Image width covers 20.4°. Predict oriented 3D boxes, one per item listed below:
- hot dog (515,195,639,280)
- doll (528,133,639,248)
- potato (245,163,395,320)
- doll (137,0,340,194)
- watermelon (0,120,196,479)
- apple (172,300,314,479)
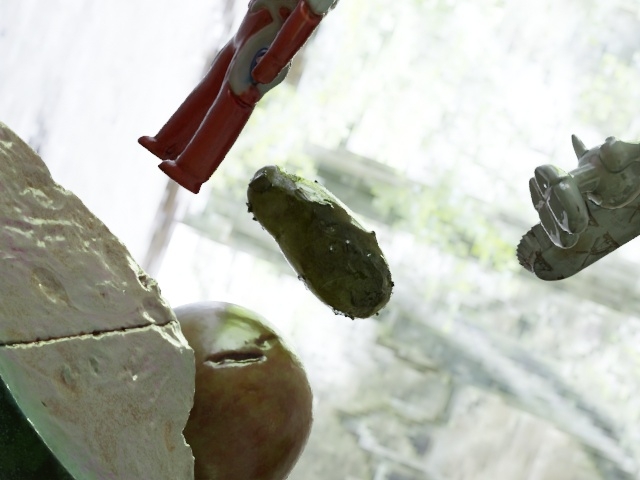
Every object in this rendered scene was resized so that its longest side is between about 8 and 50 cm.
[{"bbox_3d":[0.294,-0.019,1.906,0.192,0.099,0.053,-35,-138,23],"label":"hot dog"},{"bbox_3d":[0.356,-0.091,1.785,0.271,0.144,0.208,-20,164,-31],"label":"doll"},{"bbox_3d":[0.000,0.000,2.114,0.090,0.225,0.117,-41,180,38],"label":"potato"},{"bbox_3d":[-0.042,-0.221,1.811,0.384,0.099,0.188,-51,-158,-1],"label":"doll"},{"bbox_3d":[-0.264,0.097,1.380,0.222,0.319,0.292,-28,-145,30],"label":"watermelon"},{"bbox_3d":[-0.130,0.196,2.030,0.264,0.264,0.264,21,90,-86],"label":"apple"}]
